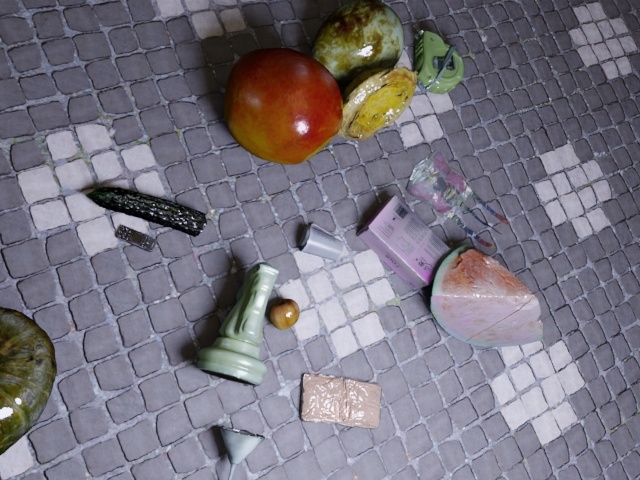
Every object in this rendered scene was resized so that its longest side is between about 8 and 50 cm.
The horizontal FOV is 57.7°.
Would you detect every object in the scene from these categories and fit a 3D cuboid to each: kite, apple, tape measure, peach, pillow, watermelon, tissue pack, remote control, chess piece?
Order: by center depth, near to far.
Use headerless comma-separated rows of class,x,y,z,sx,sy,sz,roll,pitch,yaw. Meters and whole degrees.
chess piece,-0.185,0.198,1.438,0.176,0.176,0.298,21,71,-15
remote control,-0.465,-0.004,1.472,0.096,0.014,0.039,25,68,-12
apple,-0.095,0.194,1.529,0.084,0.084,0.071,-24,112,-25
pillow,0.057,0.428,1.546,0.233,0.043,0.126,12,67,-15
peach,-0.108,-0.363,1.559,0.332,0.308,0.308,44,65,6
tissue pack,0.245,0.009,1.700,0.246,0.092,0.148,44,64,-5
watermelon,0.478,0.153,1.704,0.320,0.292,0.222,-6,51,9
kite,0.436,-0.122,1.850,0.360,0.022,0.204,41,65,-2
tape measure,0.387,-0.571,1.903,0.176,0.106,0.199,10,74,-15

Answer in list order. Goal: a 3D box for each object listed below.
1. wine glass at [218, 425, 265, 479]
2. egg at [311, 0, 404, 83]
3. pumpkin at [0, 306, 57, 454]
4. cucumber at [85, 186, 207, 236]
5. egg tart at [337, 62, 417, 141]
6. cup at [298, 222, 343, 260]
wine glass,-0.208,0.541,1.373,0.122,0.122,0.182,19,72,-16
egg,0.108,-0.586,1.732,0.290,0.238,0.238,-21,84,-1
pumpkin,-0.689,0.277,1.227,0.324,0.242,0.232,57,35,6
cucumber,-0.438,-0.080,1.471,0.300,0.072,0.072,18,70,-16
egg tart,0.151,-0.418,1.695,0.291,0.290,0.107,-26,67,-25
cup,0.000,0.000,1.628,0.116,0.074,0.104,19,41,-19
